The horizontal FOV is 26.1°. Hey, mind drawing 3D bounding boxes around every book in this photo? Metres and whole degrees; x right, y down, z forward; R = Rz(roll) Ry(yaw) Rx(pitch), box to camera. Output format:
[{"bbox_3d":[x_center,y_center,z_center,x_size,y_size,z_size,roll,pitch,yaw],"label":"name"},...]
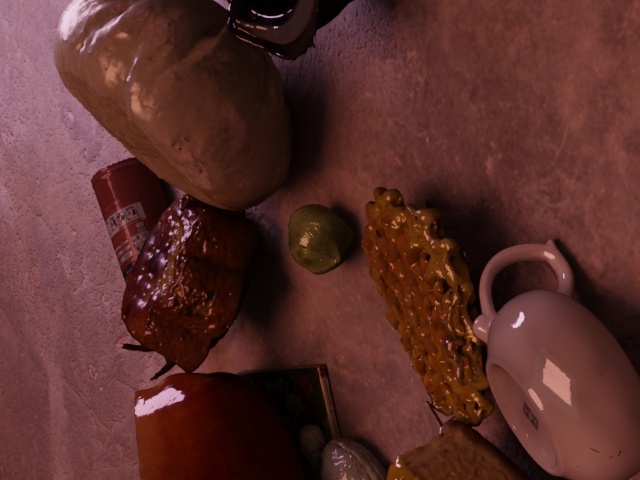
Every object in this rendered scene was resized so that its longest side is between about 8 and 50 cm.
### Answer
[{"bbox_3d":[-0.029,0.337,1.952,0.228,0.018,0.322,-13,88,55],"label":"book"}]

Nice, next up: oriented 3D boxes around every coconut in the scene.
[{"bbox_3d":[0.000,0.000,1.757,0.096,0.087,0.088,50,137,47],"label":"coconut"}]

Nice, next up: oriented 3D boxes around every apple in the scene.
[{"bbox_3d":[-0.146,0.357,1.850,0.328,0.295,0.365,-30,69,52],"label":"apple"}]

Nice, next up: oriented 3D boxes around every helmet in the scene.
[{"bbox_3d":[-0.033,-0.360,1.622,0.305,0.177,0.225,51,144,20],"label":"helmet"}]

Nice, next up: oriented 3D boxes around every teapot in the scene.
[{"bbox_3d":[0.252,0.127,1.396,0.208,0.166,0.300,57,-171,-62],"label":"teapot"}]

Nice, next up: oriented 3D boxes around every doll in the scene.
[{"bbox_3d":[0.044,0.319,1.800,0.214,0.071,0.103,41,138,37],"label":"doll"}]

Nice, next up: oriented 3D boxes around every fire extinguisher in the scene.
[{"bbox_3d":[-0.266,0.046,2.089,0.106,0.147,0.337,-40,66,53],"label":"fire extinguisher"}]

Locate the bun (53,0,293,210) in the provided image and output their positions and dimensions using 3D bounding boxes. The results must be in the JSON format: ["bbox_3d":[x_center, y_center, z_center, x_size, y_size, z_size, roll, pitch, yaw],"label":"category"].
[{"bbox_3d":[-0.176,-0.203,1.790,0.365,0.219,0.365,41,172,7],"label":"bun"}]

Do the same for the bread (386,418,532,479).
[{"bbox_3d":[0.188,0.418,1.531,0.333,0.143,0.324,44,140,28],"label":"bread"}]

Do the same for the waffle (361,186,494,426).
[{"bbox_3d":[0.122,0.073,1.575,0.262,0.060,0.281,-163,56,-74],"label":"waffle"}]

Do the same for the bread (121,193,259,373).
[{"bbox_3d":[-0.173,0.053,1.920,0.247,0.135,0.232,-65,27,-1],"label":"bread"}]
